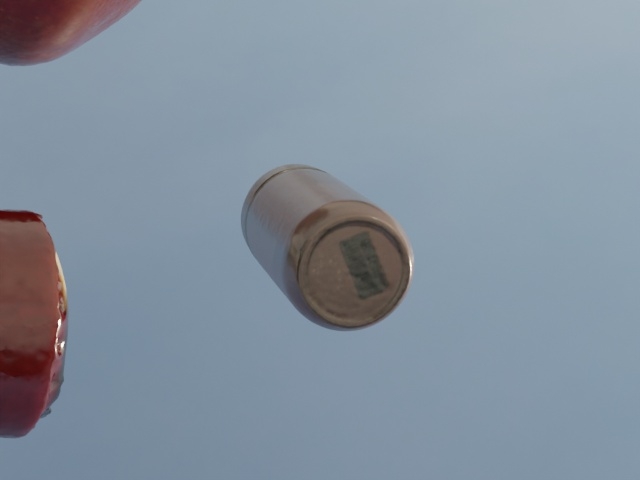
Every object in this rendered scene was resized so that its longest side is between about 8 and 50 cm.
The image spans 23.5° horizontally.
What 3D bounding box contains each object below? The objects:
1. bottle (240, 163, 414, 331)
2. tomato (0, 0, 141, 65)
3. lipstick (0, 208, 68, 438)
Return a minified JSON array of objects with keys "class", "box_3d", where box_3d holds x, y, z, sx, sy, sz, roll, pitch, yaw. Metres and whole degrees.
[{"class":"bottle","box_3d":[0.000,0.000,0.652,0.053,0.053,0.140,-8,-168,-9]},{"class":"tomato","box_3d":[-0.131,-0.139,0.721,0.166,0.174,0.082,-15,-120,-1]},{"class":"lipstick","box_3d":[-0.199,0.021,0.463,0.241,0.080,0.080,4,-149,-28]}]
